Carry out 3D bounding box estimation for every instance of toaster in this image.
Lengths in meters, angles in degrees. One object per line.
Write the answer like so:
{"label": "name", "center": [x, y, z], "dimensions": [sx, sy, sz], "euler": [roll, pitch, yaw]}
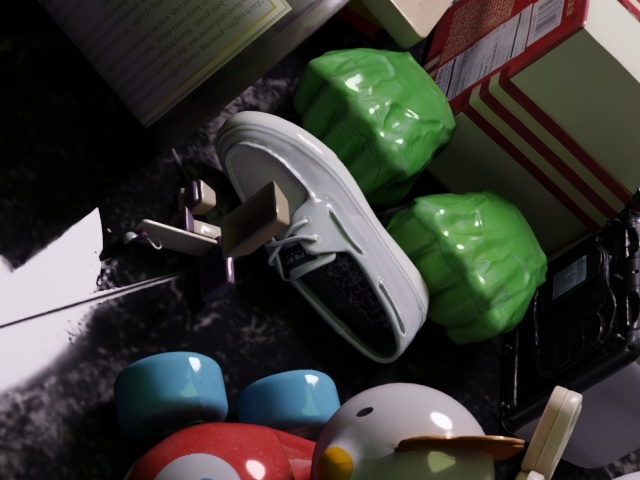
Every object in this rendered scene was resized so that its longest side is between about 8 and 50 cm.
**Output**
{"label": "toaster", "center": [0.250, 0.079, 1.298], "dimensions": [0.110, 0.185, 0.168], "euler": [31, 43, -23]}

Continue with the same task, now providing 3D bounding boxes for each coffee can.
{"label": "coffee can", "center": [-0.125, -0.231, 1.093], "dimensions": [0.275, 0.201, 0.201], "euler": [50, 37, -8]}

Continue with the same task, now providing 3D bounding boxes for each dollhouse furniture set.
{"label": "dollhouse furniture set", "center": [-0.084, -0.027, 1.064], "dimensions": [0.081, 0.114, 0.091], "euler": [17, 54, -35]}

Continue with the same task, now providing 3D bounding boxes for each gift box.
{"label": "gift box", "center": [0.265, -0.124, 1.399], "dimensions": [0.258, 0.276, 0.255], "euler": [41, 45, -22]}

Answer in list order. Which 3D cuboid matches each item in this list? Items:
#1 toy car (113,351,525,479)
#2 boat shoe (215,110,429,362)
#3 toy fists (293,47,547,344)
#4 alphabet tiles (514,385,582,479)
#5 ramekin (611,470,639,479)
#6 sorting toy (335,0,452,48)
{"label": "toy car", "center": [0.014, 0.153, 0.933], "dimensions": [0.210, 0.238, 0.219], "euler": [14, 54, -42]}
{"label": "boat shoe", "center": [0.000, 0.001, 1.162], "dimensions": [0.227, 0.079, 0.081], "euler": [48, 33, -16]}
{"label": "toy fists", "center": [0.077, -0.039, 1.270], "dimensions": [0.279, 0.096, 0.142], "euler": [58, 27, 5]}
{"label": "alphabet tiles", "center": [0.101, 0.228, 0.963], "dimensions": [0.021, 0.284, 0.278], "euler": [23, -6, 13]}
{"label": "ramekin", "center": [0.249, 0.310, 1.072], "dimensions": [0.127, 0.273, 0.273], "euler": [-30, 87, -41]}
{"label": "sorting toy", "center": [0.023, -0.313, 1.412], "dimensions": [0.255, 0.089, 0.257], "euler": [49, 37, -11]}
